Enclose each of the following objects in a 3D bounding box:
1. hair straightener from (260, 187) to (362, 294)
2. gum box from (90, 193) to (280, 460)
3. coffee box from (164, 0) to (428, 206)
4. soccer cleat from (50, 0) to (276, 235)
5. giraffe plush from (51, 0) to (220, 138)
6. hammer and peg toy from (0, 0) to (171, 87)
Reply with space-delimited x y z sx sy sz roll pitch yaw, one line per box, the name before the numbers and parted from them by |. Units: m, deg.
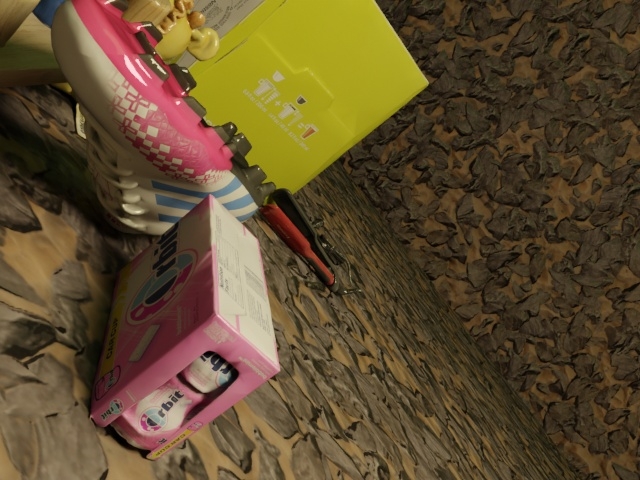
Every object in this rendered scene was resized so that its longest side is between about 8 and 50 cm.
hair straightener | 0.000 0.000 1.159 0.230 0.047 0.089 47 50 -21
gum box | -0.096 0.056 0.512 0.062 0.107 0.188 46 12 -26
coffee box | -0.098 -0.315 1.100 0.337 0.338 0.334 37 19 -54
soccer cleat | -0.140 -0.064 0.586 0.116 0.143 0.331 57 3 20
giraffe plush | -0.215 -0.225 0.770 0.210 0.170 0.181 58 12 29
hammer and peg toy | -0.286 -0.215 0.534 0.266 0.127 0.361 51 23 -1
